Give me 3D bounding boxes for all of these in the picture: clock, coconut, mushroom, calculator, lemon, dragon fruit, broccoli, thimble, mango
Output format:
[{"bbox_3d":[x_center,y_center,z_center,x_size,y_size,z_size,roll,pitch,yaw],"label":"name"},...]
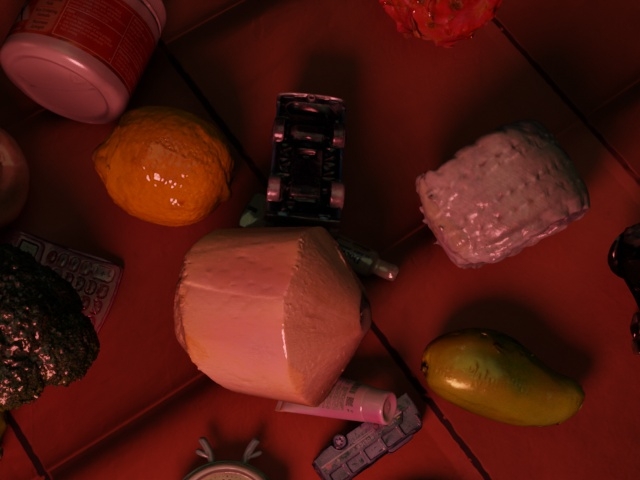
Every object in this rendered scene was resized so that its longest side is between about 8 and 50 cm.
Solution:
[{"bbox_3d":[-0.123,0.366,1.255,0.159,0.066,0.211,4,67,-2],"label":"clock"},{"bbox_3d":[-0.050,0.095,1.262,0.244,0.239,0.239,5,66,21],"label":"coconut"},{"bbox_3d":[-0.528,-0.097,1.343,0.206,0.209,0.206,-2,67,5],"label":"mushroom"},{"bbox_3d":[-0.394,0.065,1.379,0.190,0.034,0.127,20,67,-2],"label":"calculator"},{"bbox_3d":[-0.224,-0.109,1.382,0.193,0.180,0.180,12,66,25],"label":"lemon"},{"bbox_3d":[0.176,-0.439,1.535,0.205,0.210,0.268,-41,78,11],"label":"dragon fruit"},{"bbox_3d":[-0.451,0.142,1.224,0.297,0.297,0.297,21,104,5],"label":"broccoli"},{"bbox_3d":[0.263,-0.059,1.380,0.250,0.205,0.172,-21,76,-29],"label":"thimble"},{"bbox_3d":[0.254,0.191,1.328,0.233,0.111,0.125,13,72,0],"label":"mango"}]

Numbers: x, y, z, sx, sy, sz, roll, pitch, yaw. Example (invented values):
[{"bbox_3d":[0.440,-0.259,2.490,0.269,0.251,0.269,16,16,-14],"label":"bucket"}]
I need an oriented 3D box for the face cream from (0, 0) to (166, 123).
[{"bbox_3d":[-0.359,-0.304,1.439,0.201,0.201,0.187,18,68,4],"label":"face cream"}]

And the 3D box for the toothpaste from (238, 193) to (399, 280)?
[{"bbox_3d":[0.000,0.000,1.428,0.255,0.037,0.067,24,63,9],"label":"toothpaste"}]

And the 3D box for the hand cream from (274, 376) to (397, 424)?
[{"bbox_3d":[0.020,0.216,1.311,0.174,0.047,0.076,5,62,32],"label":"hand cream"}]

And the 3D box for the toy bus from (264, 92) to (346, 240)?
[{"bbox_3d":[-0.024,-0.095,1.396,0.116,0.133,0.234,5,55,-2],"label":"toy bus"}]

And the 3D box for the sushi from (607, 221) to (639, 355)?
[{"bbox_3d":[0.610,0.091,1.294,0.328,0.328,0.285,-26,109,-19],"label":"sushi"}]

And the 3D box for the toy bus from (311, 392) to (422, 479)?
[{"bbox_3d":[0.066,0.279,1.314,0.166,0.047,0.065,-32,76,-15],"label":"toy bus"}]
